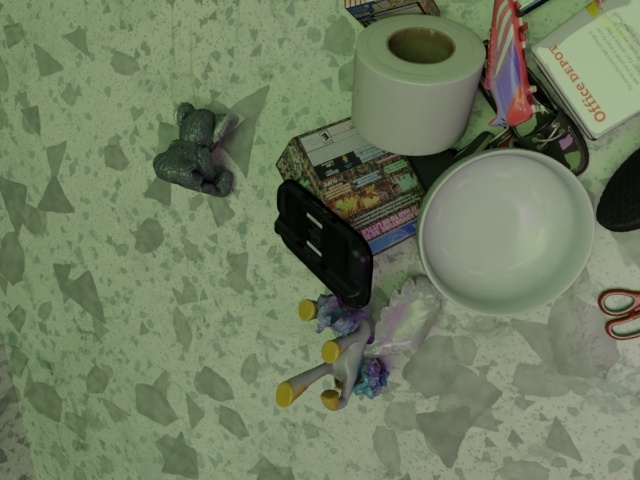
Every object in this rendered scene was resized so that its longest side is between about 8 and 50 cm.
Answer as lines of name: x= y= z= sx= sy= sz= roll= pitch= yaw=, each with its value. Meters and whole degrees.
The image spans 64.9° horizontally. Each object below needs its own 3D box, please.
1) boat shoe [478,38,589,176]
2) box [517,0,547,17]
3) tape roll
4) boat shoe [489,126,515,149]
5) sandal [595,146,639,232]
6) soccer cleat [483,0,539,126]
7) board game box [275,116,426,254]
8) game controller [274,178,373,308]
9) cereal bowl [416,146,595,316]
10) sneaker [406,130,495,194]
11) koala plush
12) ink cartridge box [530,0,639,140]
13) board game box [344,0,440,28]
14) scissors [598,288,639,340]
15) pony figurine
boat shoe: x=0.411 y=-0.260 z=1.011 sx=0.112 sy=0.095 sz=0.335 roll=-38 pitch=81 yaw=27
box: x=0.461 y=-0.555 z=0.967 sx=0.225 sy=0.036 sz=0.136 roll=-25 pitch=88 yaw=29
tape roll: x=0.187 y=-0.312 z=1.002 sx=0.246 sy=0.246 sz=0.169 roll=27 pitch=146 yaw=20
boat shoe: x=0.372 y=-0.191 z=1.022 sx=0.049 sy=0.137 sz=0.043 roll=-33 pitch=78 yaw=9
sandal: x=0.679 y=-0.167 z=0.855 sx=0.107 sy=0.167 sz=0.446 roll=35 pitch=108 yaw=-17
soccer cleat: x=0.342 y=-0.337 z=0.942 sx=0.095 sy=0.083 sz=0.248 roll=-9 pitch=98 yaw=32
board game box: x=0.077 y=-0.107 z=1.111 sx=0.291 sy=0.232 sz=0.141 roll=63 pitch=157 yaw=5
game controller: x=0.000 y=0.000 z=1.032 sx=0.319 sy=0.067 sz=0.167 roll=42 pitch=134 yaw=41
cereal bowl: x=0.357 y=-0.023 z=1.025 sx=0.338 sy=0.141 sz=0.339 roll=0 pitch=105 yaw=1
sneaker: x=0.264 y=-0.184 z=1.105 sx=0.222 sy=0.083 sz=0.118 roll=-43 pitch=79 yaw=27
koala plush: x=-0.331 y=-0.251 z=1.343 sx=0.196 sy=0.203 sz=0.221 roll=23 pitch=97 yaw=21
ink cartridge box: x=0.544 y=-0.331 z=0.875 sx=0.270 sy=0.197 sz=0.198 roll=-35 pitch=84 yaw=27
board game box: x=0.153 y=-0.479 z=1.044 sx=0.146 sy=0.193 sz=0.045 roll=-2 pitch=89 yaw=26
scissors: x=0.696 y=0.102 z=0.979 sx=0.297 sy=0.021 sz=0.109 roll=-30 pitch=83 yaw=26
pony figurine: x=0.075 y=0.219 z=1.160 sx=0.302 sy=0.363 sz=0.351 roll=14 pitch=90 yaw=32
